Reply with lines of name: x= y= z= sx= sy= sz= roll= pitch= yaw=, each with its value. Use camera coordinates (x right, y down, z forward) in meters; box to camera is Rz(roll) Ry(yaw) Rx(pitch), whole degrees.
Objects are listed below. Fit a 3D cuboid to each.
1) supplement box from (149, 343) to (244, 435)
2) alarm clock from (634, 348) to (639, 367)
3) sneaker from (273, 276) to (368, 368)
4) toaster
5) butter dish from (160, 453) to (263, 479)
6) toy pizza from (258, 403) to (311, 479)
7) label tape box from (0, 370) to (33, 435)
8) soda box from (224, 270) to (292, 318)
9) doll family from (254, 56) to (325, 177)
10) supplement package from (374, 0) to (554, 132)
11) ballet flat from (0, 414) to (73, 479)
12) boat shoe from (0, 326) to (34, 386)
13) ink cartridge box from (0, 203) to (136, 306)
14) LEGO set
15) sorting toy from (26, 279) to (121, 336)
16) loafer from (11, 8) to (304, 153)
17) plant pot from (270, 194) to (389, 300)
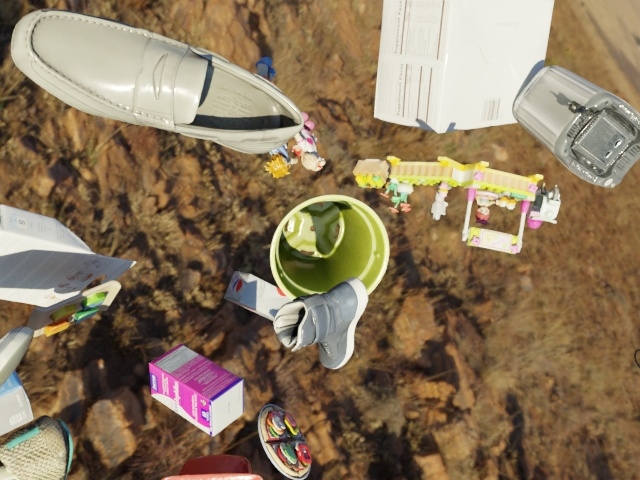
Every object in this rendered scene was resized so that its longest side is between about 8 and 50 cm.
supplement box: x=-0.305 y=0.362 z=1.629 sx=0.114 sy=0.220 sz=0.111 roll=-29 pitch=132 yaw=-45
alarm clock: x=0.605 y=0.240 z=1.134 sx=0.192 sy=0.064 sz=0.129 roll=-134 pitch=-150 yaw=-66
sneaker: x=-0.013 y=0.174 z=1.207 sx=0.163 sy=0.226 sz=0.086 roll=-20 pitch=49 yaw=-32
toaster: x=0.414 y=-0.189 z=1.069 sx=0.227 sy=0.129 sz=0.146 roll=20 pitch=24 yaw=-37
butter dish: x=-0.164 y=0.397 z=1.066 sx=0.118 sy=0.160 sz=0.160 roll=-95 pitch=-177 yaw=-60
toy pizza: x=-0.082 y=0.497 z=1.653 sx=0.201 sy=0.032 sz=0.201 roll=48 pitch=19 yaw=-22
label tape box: x=-0.762 y=0.304 z=1.242 sx=0.347 sy=0.115 sz=0.249 roll=-25 pitch=48 yaw=-29
soda box: x=-0.166 y=0.197 z=2.138 sx=0.286 sy=0.091 sz=0.098 roll=32 pitch=74 yaw=-39
doll family: x=-0.095 y=-0.214 z=1.308 sx=0.263 sy=0.118 sz=0.163 roll=48 pitch=26 yaw=-46
supplement package: x=0.235 y=-0.297 z=1.091 sx=0.261 sy=0.145 sz=0.204 roll=-13 pitch=116 yaw=-37
ballet flat: x=-0.628 y=0.572 z=1.393 sx=0.182 sy=0.483 sz=0.164 roll=-18 pitch=43 yaw=-42
boat shoe: x=-0.527 y=0.205 z=0.986 sx=0.081 sy=0.079 sz=0.227 roll=34 pitch=52 yaw=-2
ink cartridge box: x=-0.741 y=0.059 z=1.765 sx=0.385 sy=0.308 sz=0.091 roll=18 pitch=46 yaw=-48
LEGO set: x=0.178 y=-0.047 z=0.897 sx=0.132 sy=0.287 sz=0.107 roll=35 pitch=64 yaw=-83
sorting toy: x=-0.606 y=0.175 z=1.630 sx=0.208 sy=0.193 sz=0.038 roll=-20 pitch=76 yaw=-37
loafer: x=-0.162 y=-0.174 z=0.725 sx=0.319 sy=0.111 sz=0.112 roll=11 pitch=85 yaw=-36
plant pot: x=0.000 y=0.000 z=1.621 sx=0.276 sy=0.276 sz=0.254 roll=49 pitch=1 yaw=-18
